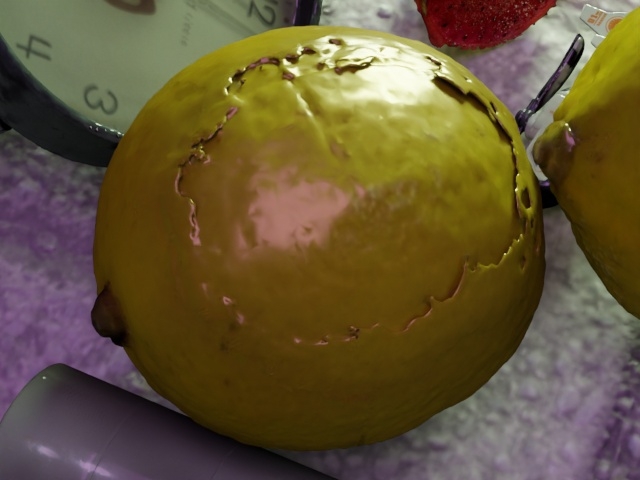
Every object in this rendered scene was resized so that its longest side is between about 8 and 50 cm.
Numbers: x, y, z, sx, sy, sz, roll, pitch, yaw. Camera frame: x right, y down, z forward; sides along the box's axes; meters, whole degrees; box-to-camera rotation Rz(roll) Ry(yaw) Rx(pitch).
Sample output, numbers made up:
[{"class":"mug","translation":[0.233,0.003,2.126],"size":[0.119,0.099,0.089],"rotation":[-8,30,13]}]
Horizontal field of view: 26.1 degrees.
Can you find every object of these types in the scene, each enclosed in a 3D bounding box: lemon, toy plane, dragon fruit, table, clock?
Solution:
[{"class":"lemon","translation":[0.000,-0.001,0.905],"size":[0.297,0.297,0.297],"rotation":[-2,67,5]},{"class":"toy plane","translation":[0.192,-0.095,1.052],"size":[0.078,0.053,0.197],"rotation":[26,76,24]},{"class":"dragon fruit","translation":[0.116,-0.240,1.081],"size":[0.153,0.153,0.111],"rotation":[-33,51,-9]},{"class":"table","translation":[-0.103,0.178,0.923],"size":[0.220,0.126,0.126],"rotation":[22,71,13]},{"class":"lemon","translation":[0.296,-0.051,0.906],"size":[0.321,0.268,0.268],"rotation":[-12,67,-8]},{"class":"clock","translation":[-0.138,-0.215,1.012],"size":[0.325,0.067,0.325],"rotation":[5,82,-37]}]

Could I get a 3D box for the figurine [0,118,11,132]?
[{"class":"figurine","translation":[-0.274,-0.195,1.108],"size":[0.137,0.112,0.229],"rotation":[-22,78,11]}]
